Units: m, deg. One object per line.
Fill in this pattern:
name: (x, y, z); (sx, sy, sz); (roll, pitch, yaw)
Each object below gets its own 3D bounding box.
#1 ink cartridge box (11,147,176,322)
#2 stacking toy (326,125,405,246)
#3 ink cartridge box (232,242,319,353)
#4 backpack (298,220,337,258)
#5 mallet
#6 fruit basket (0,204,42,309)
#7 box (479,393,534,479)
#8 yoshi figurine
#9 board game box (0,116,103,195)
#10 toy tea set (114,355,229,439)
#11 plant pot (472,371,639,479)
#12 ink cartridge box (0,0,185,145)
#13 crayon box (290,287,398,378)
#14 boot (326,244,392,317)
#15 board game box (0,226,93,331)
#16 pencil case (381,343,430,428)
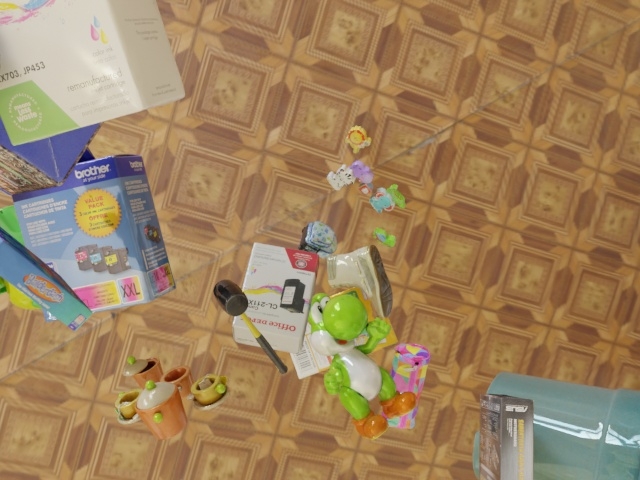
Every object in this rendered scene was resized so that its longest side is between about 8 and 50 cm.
ink cartridge box: (-0.524, -0.039, 1.435); (0.270, 0.151, 0.395); (-12, 95, 9)
stacking toy: (0.110, -0.112, 1.318); (0.052, 0.167, 0.221); (-24, 117, 34)
ink cartridge box: (-0.079, 0.104, 1.153); (0.127, 0.072, 0.175); (10, 59, 2)
backpack: (0.000, 0.000, 2.049); (0.114, 0.084, 0.105); (28, 47, -19)
mallet: (-0.103, 0.133, 0.956); (0.039, 0.062, 0.189); (-37, 129, -11)
fruit basket: (-0.817, 0.085, 1.738); (0.392, 0.392, 0.283); (31, 130, -16)
box: (0.329, 0.371, 1.127); (0.056, 0.231, 0.183); (2, 78, 6)
yoshi figurine: (0.088, 0.278, 1.513); (0.203, 0.203, 0.362); (-33, 84, 12)
board game box: (-0.504, -0.217, 1.103); (0.141, 0.291, 0.232); (40, 66, -34)
toy tea set: (-0.371, 0.322, 1.415); (0.200, 0.336, 0.124); (-37, 116, -40)
plant pot: (0.530, 0.445, 1.360); (0.341, 0.334, 0.341); (-25, 120, -53)
ink cartridge box: (-0.325, -0.314, 0.755); (0.207, 0.119, 0.353); (-11, 106, 19)
crayon box: (0.053, 0.270, 1.921); (0.323, 0.083, 0.203); (-22, 85, 8)
boot: (0.111, 0.129, 1.816); (0.165, 0.077, 0.213); (-14, 95, 32)
board game box: (-0.491, 0.048, 1.047); (0.047, 0.160, 0.210); (-47, 137, -14)
pencil case: (0.227, 0.388, 1.677); (0.104, 0.104, 0.236); (3, 110, -14)
